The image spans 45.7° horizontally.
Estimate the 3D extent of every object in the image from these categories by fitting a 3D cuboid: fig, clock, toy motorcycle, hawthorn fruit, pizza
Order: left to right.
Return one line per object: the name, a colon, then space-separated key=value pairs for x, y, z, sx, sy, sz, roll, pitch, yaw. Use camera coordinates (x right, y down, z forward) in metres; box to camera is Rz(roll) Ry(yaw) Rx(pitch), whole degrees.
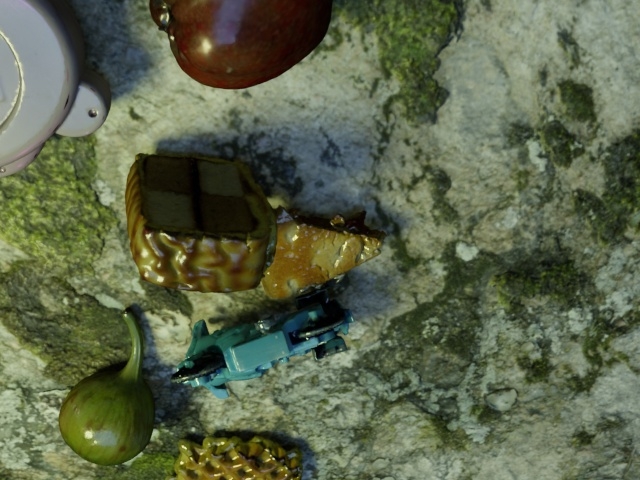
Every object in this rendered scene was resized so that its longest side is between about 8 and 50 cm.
clock: x=-0.436 y=-0.208 z=0.895 sx=0.322 sy=0.113 sz=0.295 roll=-16 pitch=120 yaw=0
fig: x=-0.310 y=0.221 z=1.169 sx=0.149 sy=0.149 sz=0.245 roll=19 pitch=96 yaw=-17
hawthorn fruit: x=-0.068 y=-0.281 z=0.861 sx=0.248 sy=0.208 sz=0.208 roll=-15 pitch=122 yaw=-22
toy motorcycle: x=-0.088 y=0.154 z=1.120 sx=0.272 sy=0.182 sz=0.123 roll=-18 pitch=90 yaw=-10
pizza: x=0.000 y=0.000 z=1.097 sx=0.194 sy=0.069 sz=0.154 roll=-7 pitch=120 yaw=-11

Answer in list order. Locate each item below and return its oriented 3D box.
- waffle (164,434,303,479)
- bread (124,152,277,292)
waffle: x=-0.156 y=0.432 z=1.333 sx=0.243 sy=0.059 sz=0.238 roll=5 pitch=122 yaw=-8
bread: x=-0.157 y=-0.028 z=0.973 sx=0.181 sy=0.222 sz=0.096 roll=2 pitch=123 yaw=-19
